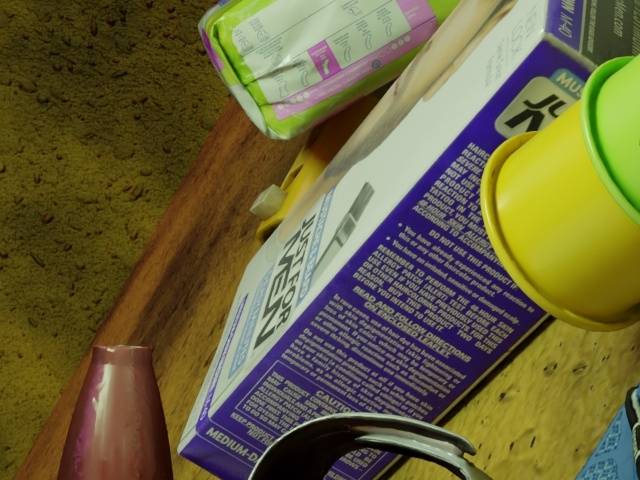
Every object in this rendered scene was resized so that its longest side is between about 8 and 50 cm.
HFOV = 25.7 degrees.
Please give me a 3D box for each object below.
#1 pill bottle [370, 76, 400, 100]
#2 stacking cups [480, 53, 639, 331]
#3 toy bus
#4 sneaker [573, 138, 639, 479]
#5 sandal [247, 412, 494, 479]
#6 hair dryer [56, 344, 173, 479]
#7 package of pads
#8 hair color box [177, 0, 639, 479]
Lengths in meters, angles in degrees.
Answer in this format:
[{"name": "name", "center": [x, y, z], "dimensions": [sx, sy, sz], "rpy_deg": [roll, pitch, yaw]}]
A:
[{"name": "pill bottle", "center": [0.060, -0.133, 1.154], "dimensions": [0.086, 0.086, 0.152], "rpy_deg": [-43, 18, 53]}, {"name": "stacking cups", "center": [0.181, -0.070, 0.474], "dimensions": [0.316, 0.096, 0.096], "rpy_deg": [-41, 20, 50]}, {"name": "toy bus", "center": [0.003, -0.009, 1.017], "dimensions": [0.191, 0.104, 0.202], "rpy_deg": [-53, 12, 23]}, {"name": "sneaker", "center": [0.127, -0.003, 0.366], "dimensions": [0.330, 0.147, 0.130], "rpy_deg": [-56, 11, 14]}, {"name": "sandal", "center": [0.018, 0.100, 0.509], "dimensions": [0.101, 0.076, 0.265], "rpy_deg": [-16, -4, 9]}, {"name": "hair dryer", "center": [-0.097, 0.184, 0.811], "dimensions": [0.224, 0.080, 0.294], "rpy_deg": [-58, 37, 39]}, {"name": "package of pads", "center": [0.057, -0.190, 1.009], "dimensions": [0.296, 0.101, 0.229], "rpy_deg": [-30, 13, -1]}, {"name": "hair color box", "center": [0.062, -0.011, 0.771], "dimensions": [0.339, 0.110, 0.185], "rpy_deg": [-48, 14, 34]}]
